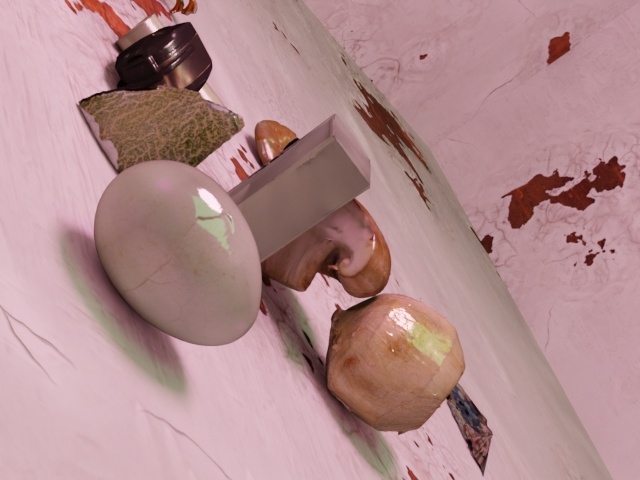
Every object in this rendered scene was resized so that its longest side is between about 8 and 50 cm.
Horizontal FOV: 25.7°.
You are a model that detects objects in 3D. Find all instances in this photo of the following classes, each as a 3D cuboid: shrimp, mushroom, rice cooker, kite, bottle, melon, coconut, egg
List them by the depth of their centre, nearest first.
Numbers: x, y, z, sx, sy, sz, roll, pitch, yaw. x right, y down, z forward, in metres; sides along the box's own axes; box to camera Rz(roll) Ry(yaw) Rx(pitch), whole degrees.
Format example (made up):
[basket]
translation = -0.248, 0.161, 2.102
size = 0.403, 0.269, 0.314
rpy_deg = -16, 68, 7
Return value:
[egg]
translation = -0.141, 0.015, 1.435
size = 0.209, 0.151, 0.151
rpy_deg = 54, 12, -7
[melon]
translation = -0.196, -0.110, 1.703
size = 0.093, 0.202, 0.139
rpy_deg = 78, 17, -72
[coconut]
translation = 0.091, 0.158, 1.900
size = 0.194, 0.194, 0.194
rpy_deg = 52, 12, -16
[rice cooker]
translation = -0.214, -0.237, 1.926
size = 0.106, 0.112, 0.165
rpy_deg = 59, 27, -25
[mushroom]
translation = 0.018, 0.016, 1.931
size = 0.151, 0.156, 0.286
rpy_deg = 36, -8, -39
[bottle]
translation = -0.209, -0.230, 2.046
size = 0.201, 0.072, 0.072
rpy_deg = 52, 12, -11
[shrimp]
translation = -0.033, -0.111, 2.450
size = 0.267, 0.061, 0.145
rpy_deg = 46, 23, -49
[kite]
translation = 0.238, 0.278, 2.550
size = 0.368, 0.014, 0.406
rpy_deg = 44, 16, -45

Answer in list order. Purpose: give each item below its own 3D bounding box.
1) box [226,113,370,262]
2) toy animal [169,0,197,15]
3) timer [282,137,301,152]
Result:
[box]
translation = -0.047, -0.053, 1.814
size = 0.086, 0.225, 0.129
rpy_deg = 53, 12, -13
[toy animal]
translation = -0.252, -0.464, 2.420
size = 0.197, 0.272, 0.160
rpy_deg = -58, 139, -38
[timer]
translation = -0.012, -0.073, 2.327
size = 0.144, 0.055, 0.187
rpy_deg = 39, 32, -21
